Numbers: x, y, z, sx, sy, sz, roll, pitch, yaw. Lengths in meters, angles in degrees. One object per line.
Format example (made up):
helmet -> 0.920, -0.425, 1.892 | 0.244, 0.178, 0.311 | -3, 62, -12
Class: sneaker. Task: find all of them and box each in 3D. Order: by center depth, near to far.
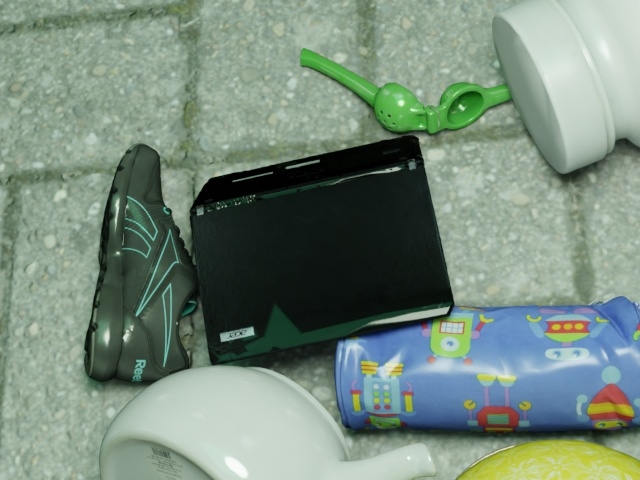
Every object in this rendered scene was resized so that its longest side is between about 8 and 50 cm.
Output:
sneaker -> -0.178, 0.026, 1.543 | 0.106, 0.101, 0.267 | 8, 64, -11

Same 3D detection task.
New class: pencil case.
pencil case -> 0.166, 0.113, 1.413 | 0.306, 0.119, 0.133 | -2, 59, 9

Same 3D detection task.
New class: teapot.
teapot -> -0.066, 0.205, 1.369 | 0.256, 0.252, 0.187 | 43, 51, 7

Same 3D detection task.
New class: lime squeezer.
lime squeezer -> 0.125, -0.155, 1.597 | 0.310, 0.059, 0.110 | 2, 33, 11

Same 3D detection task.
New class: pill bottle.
pill bottle -> 0.388, -0.226, 1.477 | 0.408, 0.229, 0.229 | -24, 63, -2

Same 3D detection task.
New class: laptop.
laptop -> 0.000, 0.000, 1.486 | 0.234, 0.264, 0.136 | -12, 102, 3

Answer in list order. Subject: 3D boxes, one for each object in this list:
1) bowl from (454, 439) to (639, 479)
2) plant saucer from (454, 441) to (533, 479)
bowl -> 0.204, 0.290, 1.263 | 0.289, 0.156, 0.289 | -4, 64, 7
plant saucer -> 0.200, 0.284, 1.373 | 0.199, 0.036, 0.198 | -3, 65, 7
